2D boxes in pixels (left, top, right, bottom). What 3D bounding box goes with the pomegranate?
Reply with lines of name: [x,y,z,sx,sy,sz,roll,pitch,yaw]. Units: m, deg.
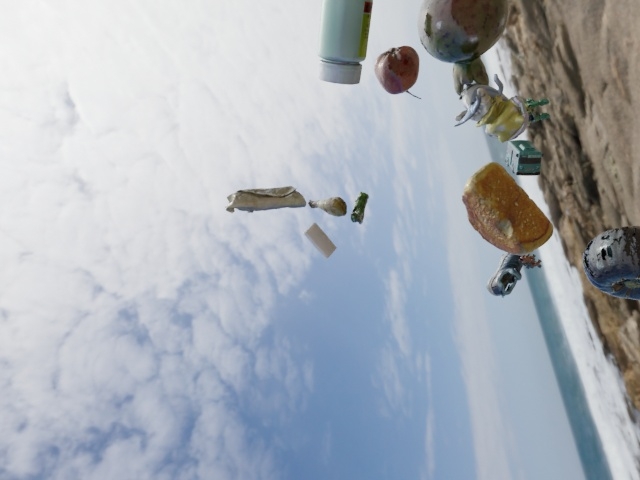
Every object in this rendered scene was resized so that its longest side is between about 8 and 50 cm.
pomegranate: [0.400,-0.564,1.234,0.306,0.243,0.242,36,-138,-43]

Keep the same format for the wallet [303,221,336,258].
wallet: [0.000,0.000,1.583,0.061,0.025,0.122,-45,-78,-22]

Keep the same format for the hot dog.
hot dog: [0.492,-0.077,1.241,0.256,0.150,0.153,52,175,9]

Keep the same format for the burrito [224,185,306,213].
burrito: [-0.159,-0.116,1.300,0.087,0.226,0.060,-113,20,-55]

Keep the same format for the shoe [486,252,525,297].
shoe: [0.720,0.125,1.728,0.092,0.207,0.106,34,174,-15]

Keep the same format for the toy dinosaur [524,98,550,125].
toy dinosaur: [0.793,-0.513,1.829,0.259,0.153,0.094,-119,12,-63]

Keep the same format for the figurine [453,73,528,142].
figurine: [0.430,-0.329,1.163,0.209,0.128,0.183,-21,-115,-37]

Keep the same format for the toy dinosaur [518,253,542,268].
toy dinosaur: [0.783,0.080,1.701,0.154,0.055,0.049,16,-155,-37]

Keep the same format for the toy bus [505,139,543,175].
toy bus: [0.648,-0.266,1.463,0.160,0.079,0.091,-72,-20,-62]

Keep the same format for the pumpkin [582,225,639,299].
pumpkin: [0.838,0.059,1.231,0.233,0.233,0.162,51,-133,-45]

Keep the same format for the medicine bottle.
medicine bottle: [0.063,-0.557,1.262,0.139,0.140,0.225,-61,-20,-61]

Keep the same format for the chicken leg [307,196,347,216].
chicken leg: [0.028,-0.123,1.642,0.093,0.178,0.070,6,-88,-49]

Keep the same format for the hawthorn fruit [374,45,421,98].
hawthorn fruit: [0.285,-0.589,1.653,0.162,0.163,0.203,-78,-27,-49]

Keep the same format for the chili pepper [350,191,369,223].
chili pepper: [0.138,-0.107,1.657,0.182,0.050,0.073,-70,-8,-52]
